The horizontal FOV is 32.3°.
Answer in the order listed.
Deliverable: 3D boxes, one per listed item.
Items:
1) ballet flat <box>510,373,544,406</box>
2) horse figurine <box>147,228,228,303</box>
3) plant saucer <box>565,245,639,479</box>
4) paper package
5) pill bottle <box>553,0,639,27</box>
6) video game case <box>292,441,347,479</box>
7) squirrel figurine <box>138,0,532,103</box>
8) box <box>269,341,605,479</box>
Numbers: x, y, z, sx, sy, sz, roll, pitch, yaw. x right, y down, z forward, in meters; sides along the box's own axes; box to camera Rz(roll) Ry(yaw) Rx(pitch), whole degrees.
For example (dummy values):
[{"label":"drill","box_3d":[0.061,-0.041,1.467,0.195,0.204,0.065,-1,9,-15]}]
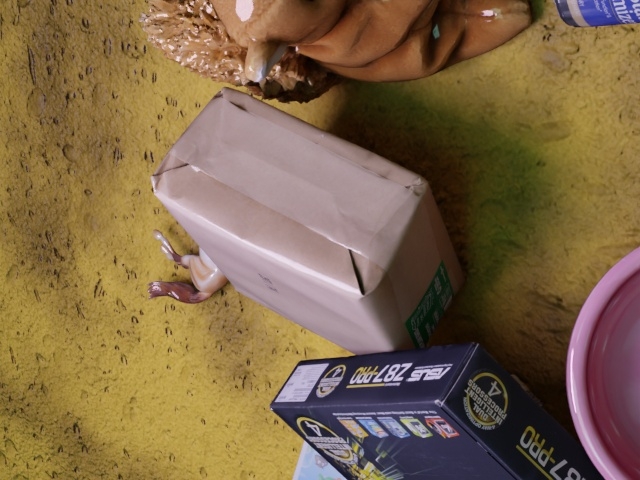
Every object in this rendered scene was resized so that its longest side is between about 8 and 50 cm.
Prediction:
[{"label":"ballet flat","box_3d":[0.241,0.193,1.462,0.114,0.041,0.041,10,111,30]},{"label":"horse figurine","box_3d":[-0.173,0.001,1.657,0.174,0.066,0.263,38,121,25]},{"label":"plant saucer","box_3d":[0.434,0.150,1.213,0.332,0.084,0.332,0,86,6]},{"label":"paper package","box_3d":[0.000,0.000,1.365,0.309,0.325,0.168,27,76,24]},{"label":"pill bottle","box_3d":[0.362,-0.291,1.157,0.219,0.123,0.123,2,107,34]},{"label":"video game case","box_3d":[0.061,0.347,1.644,0.204,0.025,0.285,28,120,23]},{"label":"squirrel figurine","box_3d":[-0.026,-0.268,1.270,0.397,0.370,0.281,-26,91,37]},{"label":"box","box_3d":[0.153,0.266,1.355,0.318,0.097,0.395,44,153,-18]}]
